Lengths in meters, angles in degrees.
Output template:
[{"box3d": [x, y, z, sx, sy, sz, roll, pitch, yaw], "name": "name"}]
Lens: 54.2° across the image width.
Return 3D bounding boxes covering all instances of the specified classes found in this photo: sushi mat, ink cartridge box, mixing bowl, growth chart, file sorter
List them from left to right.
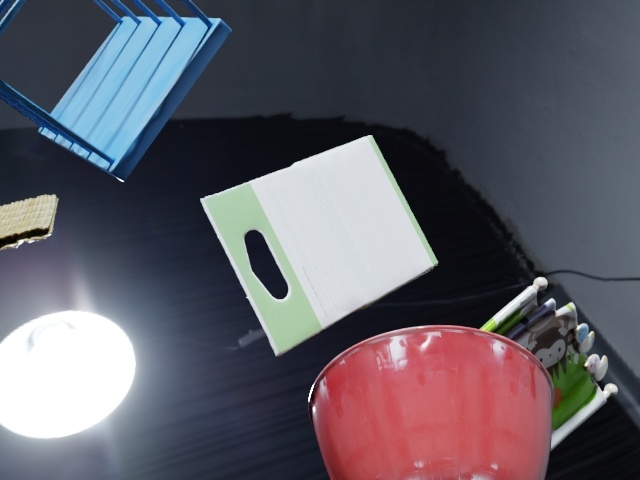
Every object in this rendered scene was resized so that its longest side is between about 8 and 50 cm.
[{"box3d": [-0.411, -0.017, 0.788, 0.316, 0.151, 0.019, -154, 48, -66], "name": "sushi mat"}, {"box3d": [-0.167, -0.131, 0.419, 0.170, 0.104, 0.118, 25, 79, 48], "name": "file sorter"}, {"box3d": [0.000, 0.000, 0.667, 0.056, 0.235, 0.171, -30, 86, 57], "name": "ink cartridge box"}, {"box3d": [0.081, 0.157, 0.434, 0.098, 0.181, 0.181, -88, 5, -51], "name": "mixing bowl"}, {"box3d": [0.271, 0.157, 0.762, 0.237, 0.172, 0.021, 52, 169, -24], "name": "growth chart"}]
